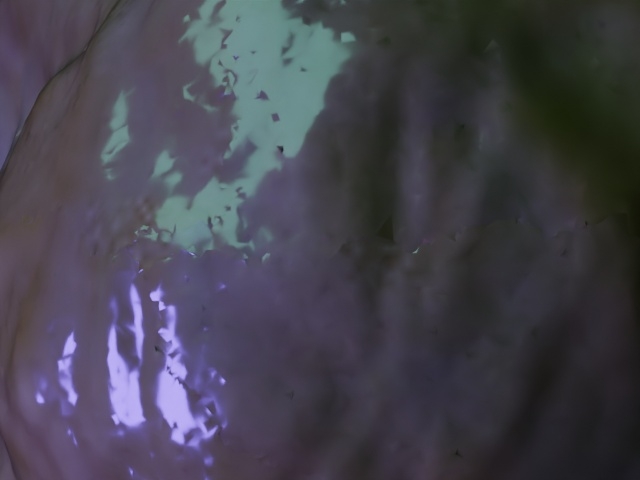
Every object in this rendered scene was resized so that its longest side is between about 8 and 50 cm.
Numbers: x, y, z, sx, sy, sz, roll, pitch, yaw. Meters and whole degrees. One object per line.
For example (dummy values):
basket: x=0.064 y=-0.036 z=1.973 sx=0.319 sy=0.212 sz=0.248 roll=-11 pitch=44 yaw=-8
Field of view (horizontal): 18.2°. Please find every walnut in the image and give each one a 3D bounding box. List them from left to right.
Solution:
walnut: x=0.028 y=-0.002 z=0.648 sx=0.383 sy=0.383 sz=0.383 roll=-31 pitch=29 yaw=20
